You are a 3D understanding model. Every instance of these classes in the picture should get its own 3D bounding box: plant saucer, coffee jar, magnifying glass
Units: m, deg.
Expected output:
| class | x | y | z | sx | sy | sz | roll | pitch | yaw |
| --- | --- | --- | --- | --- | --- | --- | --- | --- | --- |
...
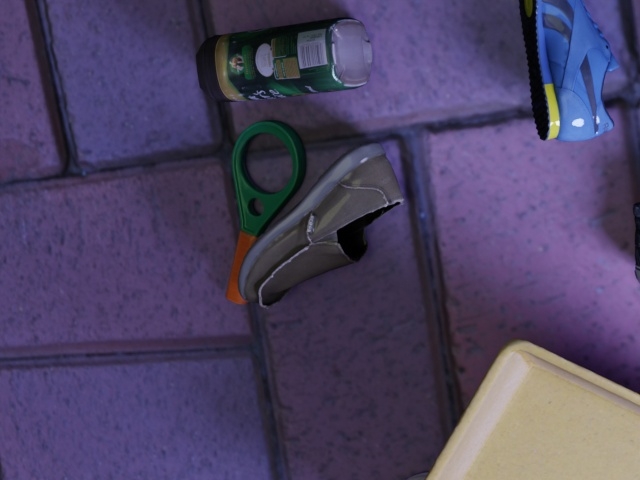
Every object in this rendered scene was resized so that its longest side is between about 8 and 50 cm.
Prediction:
| class | x | y | z | sx | sy | sz | roll | pitch | yaw |
| --- | --- | --- | --- | --- | --- | --- | --- | --- | --- |
| plant saucer | 0.269 | 0.279 | 1.234 | 0.333 | 0.081 | 0.332 | 26 | 116 | 0 |
| coffee jar | -0.043 | -0.197 | 1.334 | 0.184 | 0.096 | 0.079 | -2 | 98 | 31 |
| magnifying glass | -0.076 | -0.032 | 1.437 | 0.092 | 0.026 | 0.230 | 23 | 110 | 23 |

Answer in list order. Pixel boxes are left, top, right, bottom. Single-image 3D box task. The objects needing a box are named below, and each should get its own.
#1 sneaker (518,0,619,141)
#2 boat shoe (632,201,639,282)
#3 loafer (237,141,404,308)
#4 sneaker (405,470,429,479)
| class | x | y | z | sx | sy | sz | roll | pitch | yaw |
| --- | --- | --- | --- | --- | --- | --- | --- | --- | --- |
| sneaker | 0.246 | -0.202 | 1.195 | 0.082 | 0.069 | 0.209 | -8 | 89 | -2 |
| boat shoe | 0.387 | -0.002 | 1.151 | 0.183 | 0.065 | 0.083 | -3 | 102 | 31 |
| loafer | 0.000 | 0.000 | 1.357 | 0.087 | 0.094 | 0.251 | 51 | 120 | 15 |
| sneaker | 0.132 | 0.297 | 1.362 | 0.161 | 0.075 | 0.057 | -19 | 92 | 32 |
